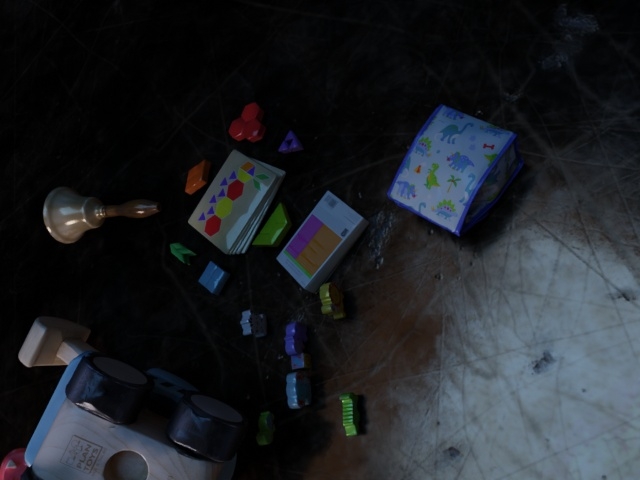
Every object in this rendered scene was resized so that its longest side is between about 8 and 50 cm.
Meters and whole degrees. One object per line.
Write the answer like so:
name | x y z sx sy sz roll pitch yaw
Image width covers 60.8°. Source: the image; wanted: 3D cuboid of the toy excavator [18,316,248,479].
toy excavator | -0.344 0.276 0.904 0.433 0.445 0.222 25 85 -5

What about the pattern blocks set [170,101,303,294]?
pattern blocks set | -0.155 -0.076 1.012 0.324 0.026 0.285 -50 54 7

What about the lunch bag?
lunch bag | 0.185 -0.092 0.761 0.129 0.096 0.151 33 82 36

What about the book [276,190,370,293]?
book | 0.000 0.000 0.884 0.144 0.035 0.096 -52 51 5

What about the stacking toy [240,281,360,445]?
stacking toy | -0.035 0.189 0.825 0.167 0.052 0.221 -19 64 26

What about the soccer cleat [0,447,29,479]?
soccer cleat | -0.591 0.530 1.048 0.095 0.083 0.247 -23 63 58

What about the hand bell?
hand bell | -0.447 -0.061 1.161 0.242 0.126 0.126 -3 71 19
